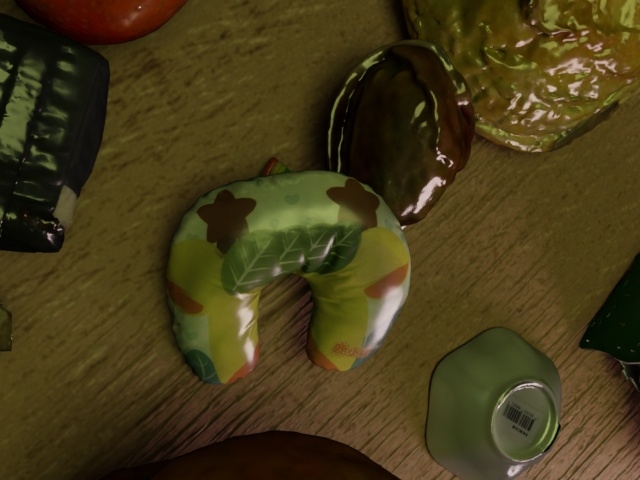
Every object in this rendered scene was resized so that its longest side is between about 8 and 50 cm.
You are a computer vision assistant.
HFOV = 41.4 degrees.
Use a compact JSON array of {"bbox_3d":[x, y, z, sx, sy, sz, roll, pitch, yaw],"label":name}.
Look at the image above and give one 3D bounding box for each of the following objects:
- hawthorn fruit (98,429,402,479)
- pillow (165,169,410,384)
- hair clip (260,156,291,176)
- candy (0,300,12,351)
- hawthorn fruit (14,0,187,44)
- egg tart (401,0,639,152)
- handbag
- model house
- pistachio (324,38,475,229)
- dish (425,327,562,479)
[{"bbox_3d":[-0.050,0.376,0.669,0.472,0.472,0.471,-2,94,-24],"label":"hawthorn fruit"},{"bbox_3d":[-0.029,0.036,0.807,0.234,0.086,0.214,-4,113,-9],"label":"pillow"},{"bbox_3d":[0.000,0.000,0.865,0.188,0.033,0.060,46,76,-19],"label":"hair clip"},{"bbox_3d":[-0.317,0.076,0.708,0.110,0.085,0.095,38,69,-10],"label":"candy"},{"bbox_3d":[-0.189,-0.246,0.701,0.197,0.196,0.225,22,114,-24],"label":"hawthorn fruit"},{"bbox_3d":[0.254,-0.256,0.901,0.352,0.153,0.339,37,81,-21],"label":"egg tart"},{"bbox_3d":[-0.303,-0.085,0.648,0.255,0.181,0.181,18,79,-23],"label":"handbag"},{"bbox_3d":[0.408,0.100,1.012,0.088,0.117,0.167,45,72,-24],"label":"model house"},{"bbox_3d":[0.082,-0.094,0.845,0.165,0.130,0.210,8,108,-19],"label":"pistachio"},{"bbox_3d":[0.212,0.197,0.955,0.191,0.066,0.190,-2,94,-24],"label":"dish"}]
